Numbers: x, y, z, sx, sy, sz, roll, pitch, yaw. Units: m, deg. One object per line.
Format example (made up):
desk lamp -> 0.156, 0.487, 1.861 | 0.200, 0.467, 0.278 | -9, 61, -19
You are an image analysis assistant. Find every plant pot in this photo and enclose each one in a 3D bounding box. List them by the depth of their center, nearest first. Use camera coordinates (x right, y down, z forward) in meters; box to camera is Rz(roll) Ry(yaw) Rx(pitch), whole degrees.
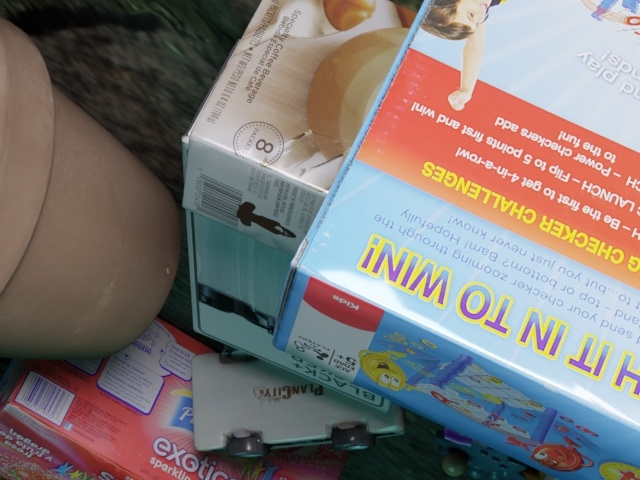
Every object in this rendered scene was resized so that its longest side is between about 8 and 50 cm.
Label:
plant pot -> -0.230, -0.016, 1.314 | 0.263, 0.263, 0.229 | 0, 163, 43

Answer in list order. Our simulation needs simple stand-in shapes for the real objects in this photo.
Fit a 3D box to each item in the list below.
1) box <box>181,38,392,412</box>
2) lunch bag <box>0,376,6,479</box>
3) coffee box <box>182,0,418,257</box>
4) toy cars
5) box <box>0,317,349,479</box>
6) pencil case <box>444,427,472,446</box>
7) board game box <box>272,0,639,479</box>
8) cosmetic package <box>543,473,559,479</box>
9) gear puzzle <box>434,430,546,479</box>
box -> 0.000, 0.000, 1.268 | 0.169, 0.087, 0.290 | 23, 154, 8
lunch bag -> -0.383, 0.133, 1.772 | 0.258, 0.120, 0.293 | 34, 162, 25
coffee box -> 0.060, -0.044, 1.071 | 0.246, 0.141, 0.098 | 23, 154, 4
toy cars -> -0.074, 0.202, 1.505 | 0.176, 0.393, 0.087 | 47, -168, 26
box -> -0.143, 0.182, 1.652 | 0.300, 0.154, 0.142 | 31, 145, -12
pencil case -> 0.120, 0.072, 1.292 | 0.086, 0.088, 0.206 | 22, 153, 5
board game box -> 0.180, -0.030, 0.797 | 0.308, 0.302, 0.086 | 25, 154, 3
cosmetic package -> 0.245, 0.045, 0.966 | 0.138, 0.224, 0.224 | 27, 154, -2
gear puzzle -> 0.248, 0.210, 1.481 | 0.339, 0.044, 0.175 | 20, 154, 13
